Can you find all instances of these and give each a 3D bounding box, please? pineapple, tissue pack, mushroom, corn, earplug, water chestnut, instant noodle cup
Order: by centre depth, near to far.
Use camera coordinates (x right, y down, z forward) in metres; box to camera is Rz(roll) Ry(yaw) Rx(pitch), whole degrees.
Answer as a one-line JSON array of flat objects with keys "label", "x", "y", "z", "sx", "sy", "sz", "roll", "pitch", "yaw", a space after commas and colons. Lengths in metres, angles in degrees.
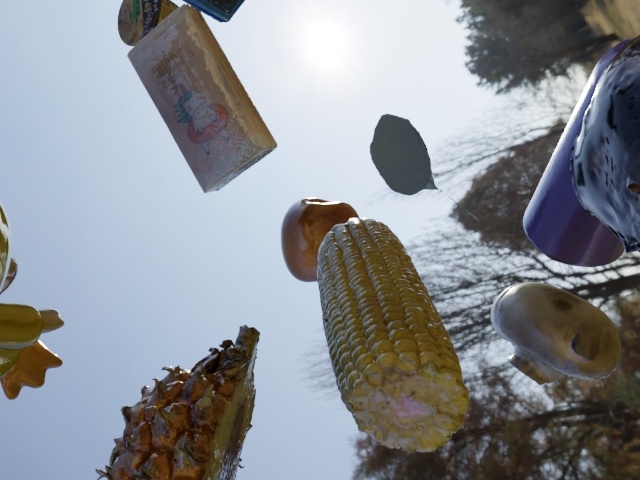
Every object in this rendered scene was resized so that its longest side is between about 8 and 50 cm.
[{"label": "corn", "x": 0.040, "y": 0.050, "z": 0.432, "sx": 0.081, "sy": 0.081, "sz": 0.248, "roll": 59, "pitch": -172, "yaw": -21}, {"label": "water chestnut", "x": 0.468, "y": -0.085, "z": 0.602, "sx": 0.335, "sy": 0.335, "sz": 0.347, "roll": 52, "pitch": 178, "yaw": -31}, {"label": "pineapple", "x": -0.219, "y": 0.258, "z": 0.911, "sx": 0.344, "sy": 0.209, "sz": 0.285, "roll": 81, "pitch": -161, "yaw": -79}, {"label": "mushroom", "x": 0.437, "y": 0.178, "z": 1.107, "sx": 0.255, "sy": 0.184, "sz": 0.255, "roll": 36, "pitch": -173, "yaw": -5}, {"label": "earplug", "x": 0.552, "y": -0.168, "z": 1.114, "sx": 0.455, "sy": 0.216, "sz": 0.215, "roll": 91, "pitch": -175, "yaw": -47}, {"label": "tissue pack", "x": -0.231, "y": -0.272, "z": 1.132, "sx": 0.325, "sy": 0.170, "sz": 0.071, "roll": 60, "pitch": -158, "yaw": 4}, {"label": "instant noodle cup", "x": -0.390, "y": -0.517, "z": 1.396, "sx": 0.122, "sy": 0.152, "sz": 0.151, "roll": 11, "pitch": -118, "yaw": -56}]

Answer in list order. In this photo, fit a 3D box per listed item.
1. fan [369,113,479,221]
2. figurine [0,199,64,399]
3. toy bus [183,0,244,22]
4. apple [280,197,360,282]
[{"label": "fan", "x": 0.210, "y": -0.133, "z": 1.192, "sx": 0.010, "sy": 0.182, "sz": 0.310, "roll": -27, "pitch": -122, "yaw": -30}, {"label": "figurine", "x": -0.318, "y": 0.058, "z": 0.424, "sx": 0.215, "sy": 0.343, "sz": 0.187, "roll": -33, "pitch": -106, "yaw": -25}, {"label": "toy bus", "x": -0.203, "y": -0.416, "z": 0.816, "sx": 0.113, "sy": 0.134, "sz": 0.246, "roll": 49, "pitch": -160, "yaw": 29}, {"label": "apple", "x": 0.000, "y": 0.000, "z": 1.722, "sx": 0.242, "sy": 0.242, "sz": 0.240, "roll": -22, "pitch": -62, "yaw": -63}]
